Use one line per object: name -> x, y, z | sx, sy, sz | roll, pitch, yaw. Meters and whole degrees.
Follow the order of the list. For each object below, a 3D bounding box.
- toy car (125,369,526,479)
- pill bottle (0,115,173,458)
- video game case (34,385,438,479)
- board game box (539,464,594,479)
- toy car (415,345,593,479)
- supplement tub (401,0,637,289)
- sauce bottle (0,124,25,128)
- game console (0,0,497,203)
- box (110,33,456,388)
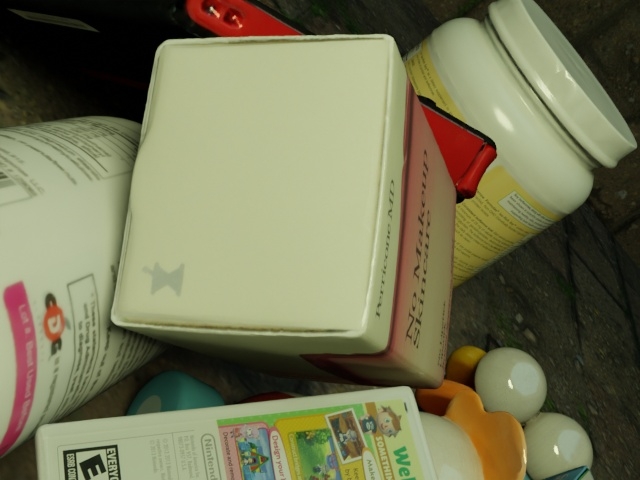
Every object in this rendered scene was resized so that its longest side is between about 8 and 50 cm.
toy car -> 0.029, 0.158, 0.524 | 0.219, 0.238, 0.210 | 36, 30, -33
pill bottle -> -0.156, 0.013, 0.488 | 0.160, 0.160, 0.283 | 54, 25, 2
video game case -> -0.020, 0.175, 0.373 | 0.193, 0.023, 0.212 | -2, 59, -22
board game box -> 0.217, 0.351, 0.628 | 0.242, 0.064, 0.316 | 7, 59, -62
toy car -> 0.164, 0.203, 0.839 | 0.136, 0.159, 0.182 | -30, 83, -30
supplement tub -> 0.138, -0.085, 0.911 | 0.241, 0.331, 0.241 | 40, 28, -27
sauce bottle -> -0.221, -0.064, 0.617 | 0.042, 0.042, 0.128 | 55, 23, 3
game console -> -0.084, -0.134, 0.662 | 0.387, 0.060, 0.342 | 20, -3, 43
box -> 0.000, 0.000, 0.491 | 0.232, 0.127, 0.148 | 42, 52, -68
